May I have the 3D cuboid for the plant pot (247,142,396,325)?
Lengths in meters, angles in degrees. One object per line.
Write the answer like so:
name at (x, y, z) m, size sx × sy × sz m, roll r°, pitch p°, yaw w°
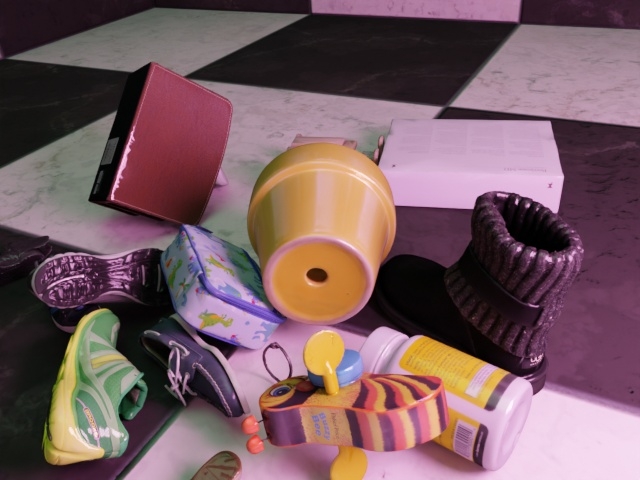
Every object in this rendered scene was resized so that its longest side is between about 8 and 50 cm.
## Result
plant pot at (0.000, 0.000, 0.952) m, size 0.254 × 0.253 × 0.239 m, roll -3°, pitch 30°, yaw 3°

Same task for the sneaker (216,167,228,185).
sneaker at (-0.291, -0.170, 1.437) m, size 0.094 × 0.080 × 0.212 m, roll -27°, pitch 31°, yaw -11°

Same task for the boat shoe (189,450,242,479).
boat shoe at (-0.157, 0.315, 0.699) m, size 0.056 × 0.048 × 0.153 m, roll 35°, pitch 55°, yaw 28°

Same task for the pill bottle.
pill bottle at (0.153, 0.195, 0.765) m, size 0.209 × 0.119 × 0.119 m, roll 21°, pitch 41°, yaw 33°

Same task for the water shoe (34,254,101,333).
water shoe at (-0.453, 0.093, 1.034) m, size 0.203 × 0.080 × 0.073 m, roll 26°, pitch 44°, yaw 38°

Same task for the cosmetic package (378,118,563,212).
cosmetic package at (0.332, -0.179, 1.334) m, size 0.378 × 0.097 × 0.284 m, roll 4°, pitch 32°, yaw 13°

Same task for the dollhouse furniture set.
dollhouse furniture set at (0.025, -0.193, 1.336) m, size 0.212 × 0.160 × 0.242 m, roll 4°, pitch 34°, yaw 13°

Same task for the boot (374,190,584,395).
boot at (0.212, 0.039, 0.866) m, size 0.131 × 0.260 × 0.348 m, roll -25°, pitch 38°, yaw -28°

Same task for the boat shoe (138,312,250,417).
boat shoe at (-0.189, 0.183, 0.849) m, size 0.079 × 0.095 × 0.255 m, roll -24°, pitch 36°, yaw -29°

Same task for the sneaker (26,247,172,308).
sneaker at (-0.353, 0.061, 0.997) m, size 0.272 × 0.100 × 0.108 m, roll 4°, pitch -5°, yaw -43°

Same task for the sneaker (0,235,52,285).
sneaker at (-0.615, 0.039, 1.169) m, size 0.170 × 0.051 × 0.089 m, roll -21°, pitch 36°, yaw -32°

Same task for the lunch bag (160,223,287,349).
lunch bag at (-0.157, 0.073, 0.957) m, size 0.090 × 0.176 × 0.219 m, roll -52°, pitch 36°, yaw 10°

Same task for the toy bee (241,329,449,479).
toy bee at (-0.005, 0.217, 0.717) m, size 0.298 × 0.195 × 0.162 m, roll -29°, pitch -2°, yaw 44°

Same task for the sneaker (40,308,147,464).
sneaker at (-0.315, 0.209, 0.846) m, size 0.124 × 0.109 × 0.295 m, roll 17°, pitch 22°, yaw -21°

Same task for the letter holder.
letter holder at (-0.340, -0.194, 1.288) m, size 0.215 × 0.301 × 0.152 m, roll 20°, pitch -9°, yaw -34°
